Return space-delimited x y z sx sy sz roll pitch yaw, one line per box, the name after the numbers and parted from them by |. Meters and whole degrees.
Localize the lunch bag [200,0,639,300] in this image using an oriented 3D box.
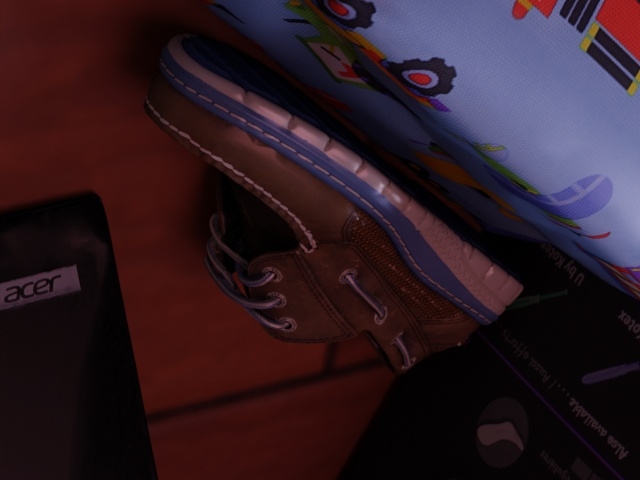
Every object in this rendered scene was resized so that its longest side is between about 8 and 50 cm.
0.105 -0.152 0.495 0.221 0.138 0.293 36 87 -43 | lunch bag

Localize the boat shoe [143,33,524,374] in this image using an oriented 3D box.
0.000 0.000 0.559 0.066 0.066 0.183 -49 135 6 | boat shoe

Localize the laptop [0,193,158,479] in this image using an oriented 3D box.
-0.177 0.134 0.569 0.234 0.136 0.264 -14 153 -26 | laptop

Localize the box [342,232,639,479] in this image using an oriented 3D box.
0.126 0.095 0.661 0.165 0.143 0.270 16 111 -40 | box
